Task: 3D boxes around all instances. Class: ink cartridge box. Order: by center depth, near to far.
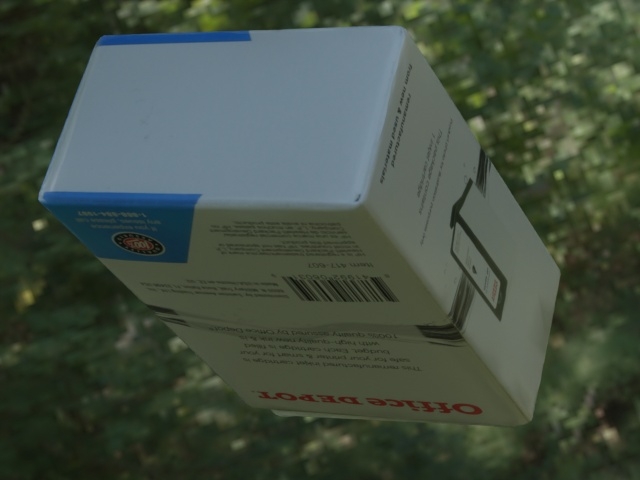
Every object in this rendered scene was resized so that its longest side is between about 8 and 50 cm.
[{"bbox_3d":[0.000,0.000,0.783,0.148,0.086,0.203,1,-28,27],"label":"ink cartridge box"}]
